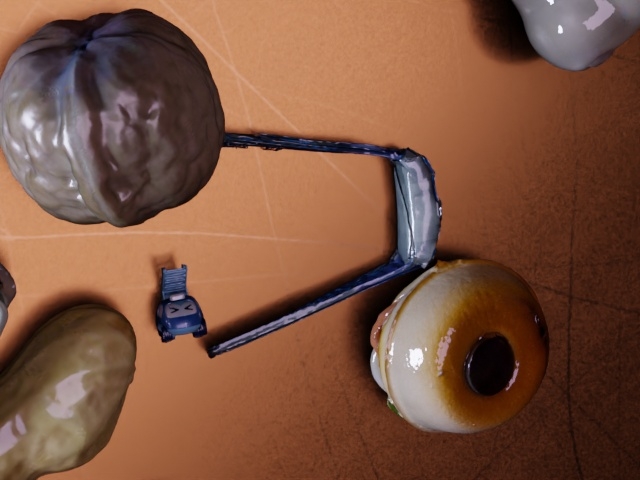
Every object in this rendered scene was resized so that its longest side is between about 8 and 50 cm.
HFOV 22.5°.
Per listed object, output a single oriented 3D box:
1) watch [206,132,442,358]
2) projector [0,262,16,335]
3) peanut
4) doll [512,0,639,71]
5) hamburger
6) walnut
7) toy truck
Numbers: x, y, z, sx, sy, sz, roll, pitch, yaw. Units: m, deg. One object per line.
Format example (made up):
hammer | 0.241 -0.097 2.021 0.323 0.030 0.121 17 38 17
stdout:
watch | 0.005 0.012 1.928 0.275 0.068 0.276 1 99 -16
projector | -0.446 0.109 1.770 0.163 0.177 0.242 24 91 -18
peanut | -0.324 0.212 1.838 0.147 0.147 0.319 44 84 -16
doll | 0.269 -0.359 1.866 0.370 0.226 0.215 37 123 -21
hamburger | 0.174 0.129 1.950 0.237 0.147 0.236 -7 105 -26
walnut | -0.229 -0.130 1.767 0.248 0.248 0.248 -2 99 -14
toy truck | -0.168 0.071 1.889 0.056 0.073 0.090 -10 102 -13
